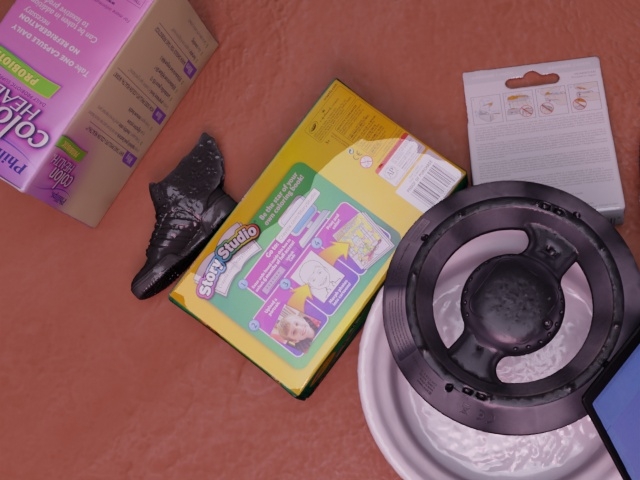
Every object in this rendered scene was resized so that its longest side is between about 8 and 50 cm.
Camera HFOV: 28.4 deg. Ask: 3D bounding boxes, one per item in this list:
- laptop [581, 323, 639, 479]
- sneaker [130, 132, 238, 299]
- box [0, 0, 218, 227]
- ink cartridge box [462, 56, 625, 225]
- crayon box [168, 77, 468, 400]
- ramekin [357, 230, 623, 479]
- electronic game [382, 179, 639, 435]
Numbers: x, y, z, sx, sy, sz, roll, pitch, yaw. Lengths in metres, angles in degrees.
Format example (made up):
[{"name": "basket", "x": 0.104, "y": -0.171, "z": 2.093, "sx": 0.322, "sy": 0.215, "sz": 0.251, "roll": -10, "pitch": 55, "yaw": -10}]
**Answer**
[{"name": "laptop", "x": 0.386, "y": 0.158, "z": 1.086, "sx": 0.264, "sy": 0.136, "sz": 0.234, "roll": 37, "pitch": 68, "yaw": 19}, {"name": "sneaker", "x": -0.151, "y": -0.025, "z": 1.304, "sx": 0.170, "sy": 0.051, "sz": 0.089, "roll": -44, "pitch": 79, "yaw": -6}, {"name": "box", "x": -0.233, "y": -0.156, "z": 1.250, "sx": 0.117, "sy": 0.213, "sz": 0.243, "roll": 33, "pitch": 87, "yaw": 11}, {"name": "ink cartridge box", "x": 0.222, "y": -0.093, "z": 1.280, "sx": 0.145, "sy": 0.045, "sz": 0.179, "roll": -6, "pitch": 62, "yaw": 7}, {"name": "crayon box", "x": 0.000, "y": 0.000, "z": 1.263, "sx": 0.165, "sy": 0.081, "sz": 0.278, "roll": 37, "pitch": 88, "yaw": 11}, {"name": "ramekin", "x": 0.179, "y": 0.124, "z": 1.194, "sx": 0.277, "sy": 0.135, "sz": 0.277, "roll": -1, "pitch": 82, "yaw": 8}, {"name": "electronic game", "x": 0.169, "y": 0.057, "z": 1.111, "sx": 0.229, "sy": 0.048, "sz": 0.229, "roll": -1, "pitch": 74, "yaw": 4}]
